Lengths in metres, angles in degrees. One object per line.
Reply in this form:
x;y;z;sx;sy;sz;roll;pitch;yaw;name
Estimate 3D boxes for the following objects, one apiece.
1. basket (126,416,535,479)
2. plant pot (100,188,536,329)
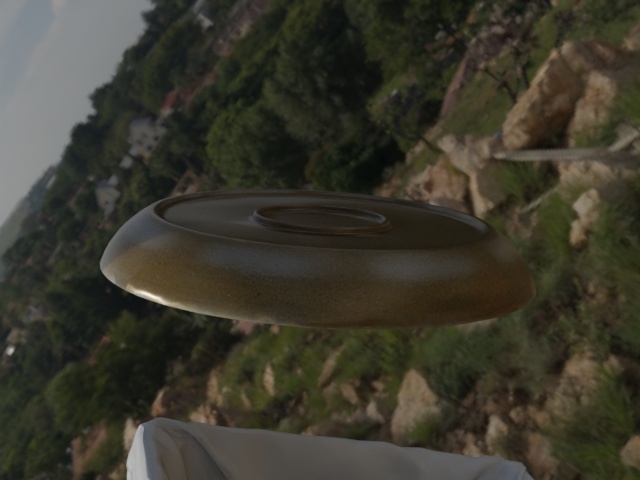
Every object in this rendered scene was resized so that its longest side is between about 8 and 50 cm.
0.029;0.311;0.535;0.266;0.331;0.328;-71;23;12;basket
0.000;0.000;0.480;0.236;0.236;0.032;-139;52;-73;plant pot
